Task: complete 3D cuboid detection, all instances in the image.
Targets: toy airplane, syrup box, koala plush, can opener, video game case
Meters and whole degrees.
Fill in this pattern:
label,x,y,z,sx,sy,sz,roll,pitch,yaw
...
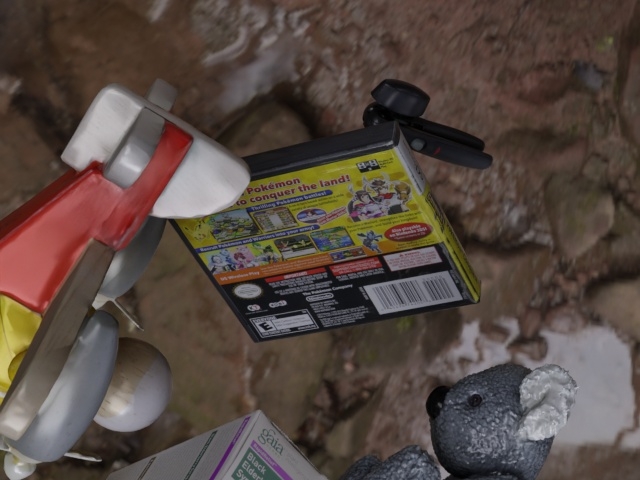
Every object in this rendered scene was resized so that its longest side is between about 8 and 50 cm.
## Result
label,x,y,z,sx,sy,sz,roll,pitch,yaw
toy airplane,-0.210,0.044,1.286,0.272,0.386,0.384,53,149,-16
syrup box,-0.111,0.238,1.258,0.093,0.096,0.237,47,136,-16
koala plush,0.150,0.212,1.365,0.203,0.196,0.221,34,73,-4
can opener,0.122,-0.116,1.614,0.186,0.059,0.073,23,131,-34
video game case,0.000,0.000,1.524,0.274,0.035,0.248,-12,133,23
